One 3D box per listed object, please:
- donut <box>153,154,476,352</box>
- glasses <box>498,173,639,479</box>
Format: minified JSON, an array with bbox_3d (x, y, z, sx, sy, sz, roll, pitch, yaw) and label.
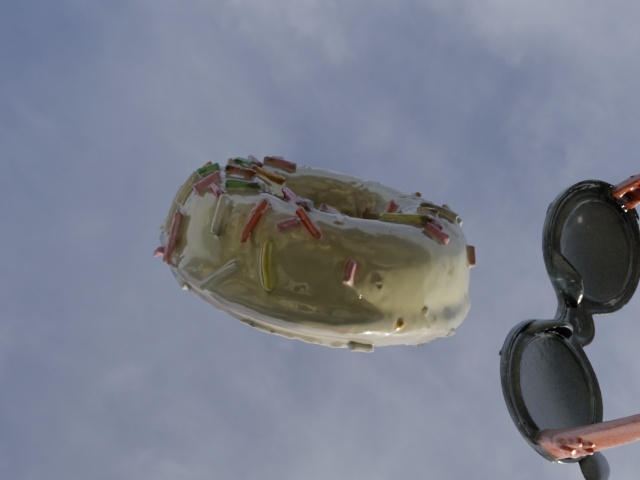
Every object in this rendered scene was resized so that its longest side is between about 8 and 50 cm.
[{"bbox_3d":[0.000,0.000,1.014,0.383,0.382,0.142,14,-76,4],"label":"donut"},{"bbox_3d":[0.241,0.022,0.533,0.118,0.268,0.234,37,-122,-13],"label":"glasses"}]
